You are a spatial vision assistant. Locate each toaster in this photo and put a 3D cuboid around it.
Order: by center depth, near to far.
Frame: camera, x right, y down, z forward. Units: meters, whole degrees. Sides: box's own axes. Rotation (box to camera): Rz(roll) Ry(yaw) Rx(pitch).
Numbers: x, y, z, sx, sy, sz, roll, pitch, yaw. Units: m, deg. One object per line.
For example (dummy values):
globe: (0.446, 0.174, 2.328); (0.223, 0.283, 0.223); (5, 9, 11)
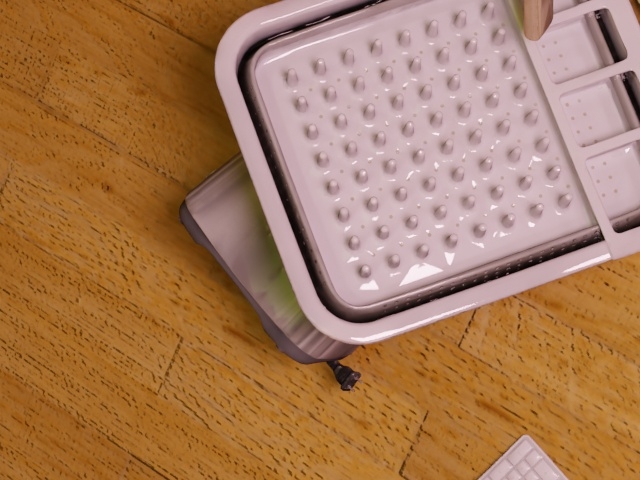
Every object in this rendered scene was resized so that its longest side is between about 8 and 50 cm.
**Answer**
toaster: (0.000, 0.000, 1.559); (0.146, 0.129, 0.227); (-44, 72, 19)

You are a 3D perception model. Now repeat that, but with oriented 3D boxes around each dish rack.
dish rack: (0.105, -0.085, 1.464); (0.333, 0.072, 0.285); (-19, 80, -7)

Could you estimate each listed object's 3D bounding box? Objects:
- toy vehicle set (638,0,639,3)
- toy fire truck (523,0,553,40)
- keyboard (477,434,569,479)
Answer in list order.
toy vehicle set: (0.374, -0.226, 1.405); (0.267, 0.035, 0.166); (-35, 74, 24)
toy fire truck: (0.225, -0.290, 1.393); (0.246, 0.217, 0.158); (-40, 78, 33)
keyboard: (0.228, 0.275, 1.498); (0.256, 0.014, 0.072); (48, 111, 20)
